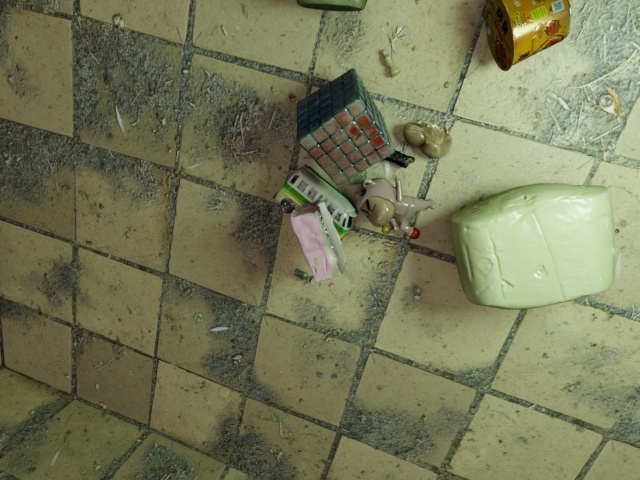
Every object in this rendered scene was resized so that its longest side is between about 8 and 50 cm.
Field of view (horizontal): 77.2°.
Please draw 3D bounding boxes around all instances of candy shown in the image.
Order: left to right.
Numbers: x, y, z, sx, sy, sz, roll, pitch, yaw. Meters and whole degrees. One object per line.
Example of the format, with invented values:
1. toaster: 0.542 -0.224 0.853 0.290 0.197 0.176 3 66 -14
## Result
1. candy: 0.000 0.000 1.399 0.116 0.155 0.264 -19 104 13

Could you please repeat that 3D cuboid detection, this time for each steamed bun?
1. steamed bun: 0.672 0.003 1.307 0.457 0.290 0.370 -10 100 16

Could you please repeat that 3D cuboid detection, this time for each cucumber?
1. cucumber: 0.249 -0.309 1.441 0.182 0.053 0.053 25 113 8

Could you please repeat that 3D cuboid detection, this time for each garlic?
1. garlic: 0.369 -0.356 1.375 0.175 0.099 0.124 29 132 9

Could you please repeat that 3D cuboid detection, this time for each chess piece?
1. chess piece: 0.233 -0.601 1.355 0.035 0.035 0.092 -29 95 22

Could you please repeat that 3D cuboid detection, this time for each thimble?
1. thimble: 0.133 -0.261 1.468 0.062 0.084 0.109 -6 103 17

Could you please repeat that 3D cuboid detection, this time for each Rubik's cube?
1. Rubik's cube: 0.078 -0.374 1.325 0.238 0.236 0.238 -26 133 23

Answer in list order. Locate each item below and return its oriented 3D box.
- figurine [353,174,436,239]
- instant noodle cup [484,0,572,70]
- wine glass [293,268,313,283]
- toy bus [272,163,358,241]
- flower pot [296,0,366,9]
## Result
1. figurine: 0.260 -0.117 1.442 0.288 0.186 0.176 24 142 -11
2. instant noodle cup: 0.597 -0.629 1.162 0.173 0.215 0.215 -18 103 11
3. wine glass: -0.070 0.147 1.689 0.083 0.039 0.042 28 115 9
4. toy bus: -0.003 -0.134 1.517 0.305 0.143 0.179 40 112 0
5. flower pot: 0.043 -0.876 1.190 0.294 0.293 0.329 10 118 12
